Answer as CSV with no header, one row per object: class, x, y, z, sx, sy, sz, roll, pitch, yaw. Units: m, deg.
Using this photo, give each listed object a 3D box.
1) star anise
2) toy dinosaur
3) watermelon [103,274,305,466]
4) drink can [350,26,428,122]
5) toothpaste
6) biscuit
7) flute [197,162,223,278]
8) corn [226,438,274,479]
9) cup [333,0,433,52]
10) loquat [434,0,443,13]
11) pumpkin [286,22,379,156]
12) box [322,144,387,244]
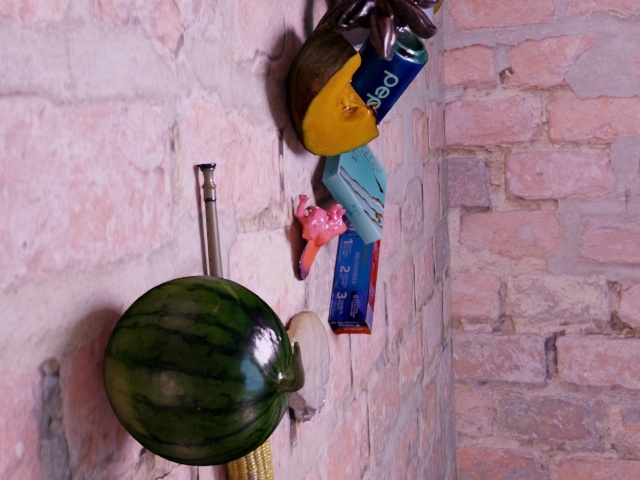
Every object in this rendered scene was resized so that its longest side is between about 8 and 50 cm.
star anise,0.097,-0.422,1.645,0.212,0.282,0.129,-50,151,-24
toy dinosaur,-0.002,0.007,1.637,0.286,0.070,0.139,34,68,-79
watermelon,-0.106,0.129,0.923,0.188,0.214,0.188,7,90,-70
drink can,0.106,-0.305,1.759,0.205,0.118,0.118,-53,-171,34
toothpaste,0.076,0.031,1.868,0.066,0.076,0.320,66,28,-55
biscuit,-0.023,0.213,1.568,0.265,0.040,0.188,-28,113,-73
flute,-0.135,0.018,1.187,0.027,0.027,0.233,-38,126,-71
corn,-0.095,0.301,1.254,0.085,0.063,0.165,-116,-161,-66
cup,0.124,-0.533,1.837,0.205,0.205,0.312,-5,95,-75
loquat,0.213,-0.631,2.225,0.187,0.176,0.234,-75,148,-46
pumpkin,-0.009,-0.256,1.548,0.169,0.148,0.312,54,-5,19
box,0.070,-0.119,1.781,0.162,0.041,0.229,55,25,-26
